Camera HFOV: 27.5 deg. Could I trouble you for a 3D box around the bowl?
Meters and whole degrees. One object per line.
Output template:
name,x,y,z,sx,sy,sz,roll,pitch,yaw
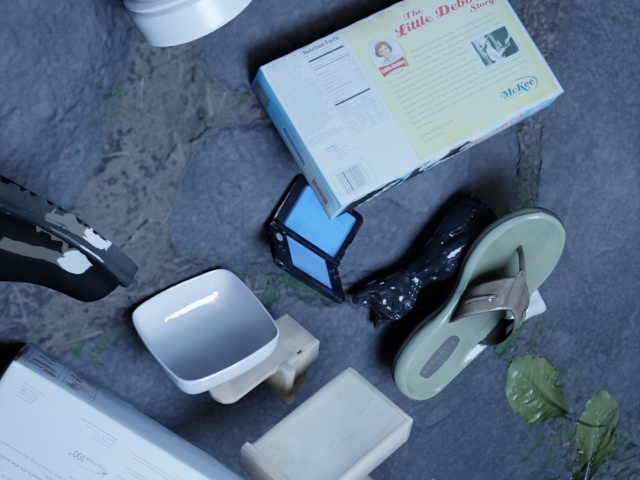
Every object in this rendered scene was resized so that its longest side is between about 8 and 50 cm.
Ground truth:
bowl,-0.132,0.112,1.516,0.142,0.142,0.053,-25,141,-23

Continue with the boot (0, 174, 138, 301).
boot,-0.386,0.048,1.323,0.348,0.131,0.260,28,87,-21

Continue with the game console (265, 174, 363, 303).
game console,0.000,0.000,1.588,0.071,0.107,0.122,-40,129,23

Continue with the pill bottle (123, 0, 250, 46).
pill bottle,-0.180,-0.343,1.285,0.160,0.160,0.283,-37,123,-14

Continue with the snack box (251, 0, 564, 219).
snack box,0.104,-0.178,1.525,0.322,0.060,0.187,-28,83,-19

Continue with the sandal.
sandal,0.210,0.092,1.642,0.120,0.086,0.302,27,105,-32

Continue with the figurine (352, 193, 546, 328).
figurine,0.167,0.080,1.718,0.209,0.092,0.215,-37,124,-5

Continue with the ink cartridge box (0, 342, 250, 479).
ink cartridge box,-0.270,0.312,1.431,0.309,0.130,0.271,34,90,-7

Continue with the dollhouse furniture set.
dollhouse furniture set,-0.019,0.322,1.616,0.174,0.303,0.355,-35,152,-31
